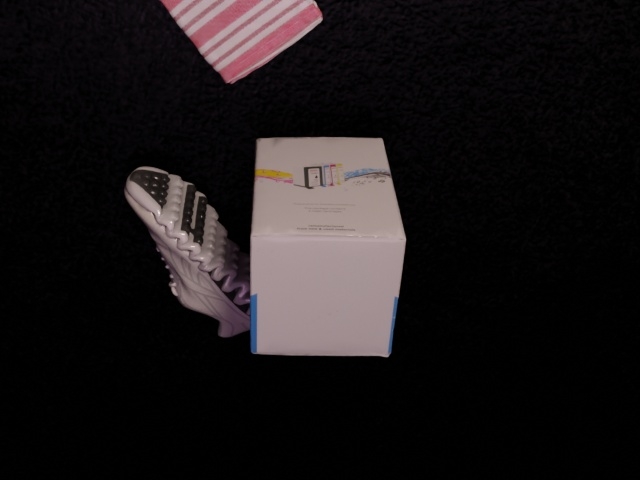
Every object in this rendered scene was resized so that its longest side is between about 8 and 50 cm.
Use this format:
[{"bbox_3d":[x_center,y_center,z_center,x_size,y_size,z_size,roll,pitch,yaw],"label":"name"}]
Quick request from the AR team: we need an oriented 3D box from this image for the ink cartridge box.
[{"bbox_3d":[0.000,0.000,0.985,0.168,0.233,0.171,1,123,-3],"label":"ink cartridge box"}]

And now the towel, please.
[{"bbox_3d":[-0.106,-0.288,0.912,0.144,0.029,0.197,-31,118,15],"label":"towel"}]

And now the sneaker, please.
[{"bbox_3d":[-0.165,0.028,1.072,0.118,0.110,0.292,-27,121,23],"label":"sneaker"}]
